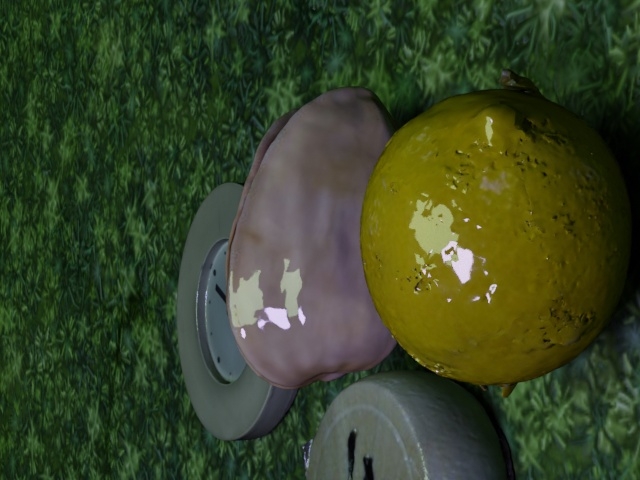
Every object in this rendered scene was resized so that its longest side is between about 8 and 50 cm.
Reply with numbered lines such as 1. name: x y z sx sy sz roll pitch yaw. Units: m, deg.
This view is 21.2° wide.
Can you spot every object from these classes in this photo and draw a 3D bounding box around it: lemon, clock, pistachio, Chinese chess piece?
1. lemon: 0.109 0.002 1.067 0.173 0.173 0.206 28 128 58
2. clock: -0.073 0.064 1.540 0.235 0.029 0.235 -6 83 63
3. pistachio: 0.000 0.000 1.283 0.157 0.157 0.229 -17 62 60
4. Chinese chess piece: 0.059 0.188 1.236 0.188 0.083 0.188 -14 74 61
